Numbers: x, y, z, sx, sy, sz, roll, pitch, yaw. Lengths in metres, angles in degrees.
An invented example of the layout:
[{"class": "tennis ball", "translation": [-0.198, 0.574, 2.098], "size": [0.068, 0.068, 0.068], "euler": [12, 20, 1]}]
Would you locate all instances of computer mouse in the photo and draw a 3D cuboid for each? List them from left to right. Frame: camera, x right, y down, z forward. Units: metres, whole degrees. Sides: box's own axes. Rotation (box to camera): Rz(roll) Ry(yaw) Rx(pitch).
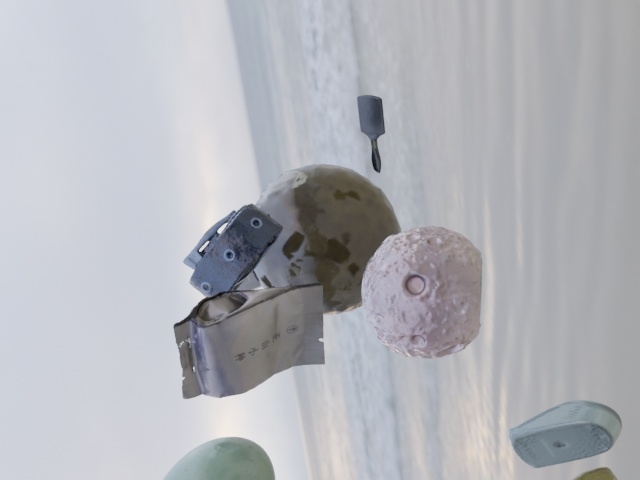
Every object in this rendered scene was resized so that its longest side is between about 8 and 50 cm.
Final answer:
[{"class": "computer mouse", "translation": [0.495, 0.388, 1.858], "size": [0.128, 0.231, 0.079], "euler": [55, -151, -27]}]

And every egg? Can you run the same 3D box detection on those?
[{"class": "egg", "translation": [-0.273, 0.664, 2.267], "size": [0.276, 0.389, 0.276], "euler": [39, 168, 10]}]

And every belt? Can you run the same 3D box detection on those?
[{"class": "belt", "translation": [-0.188, 0.022, 1.903], "size": [0.128, 0.218, 0.122], "euler": [40, -176, 6]}]

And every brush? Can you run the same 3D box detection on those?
[{"class": "brush", "translation": [0.121, -0.242, 2.092], "size": [0.016, 0.063, 0.193], "euler": [-44, -44, -48]}]

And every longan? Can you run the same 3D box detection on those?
[{"class": "longan", "translation": [0.000, 0.000, 2.262], "size": [0.391, 0.391, 0.391], "euler": [170, 90, -87]}]

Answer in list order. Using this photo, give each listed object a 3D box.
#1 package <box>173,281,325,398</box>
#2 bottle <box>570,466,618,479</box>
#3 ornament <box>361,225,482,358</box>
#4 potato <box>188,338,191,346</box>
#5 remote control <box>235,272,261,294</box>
[{"class": "package", "translation": [-0.116, 0.162, 1.512], "size": [0.204, 0.251, 0.062], "euler": [91, 159, -43]}, {"class": "bottle", "translation": [0.678, 0.699, 2.054], "size": [0.171, 0.171, 0.351], "euler": [84, 161, -51]}, {"class": "ornament", "translation": [0.194, 0.097, 1.745], "size": [0.259, 0.225, 0.259], "euler": [1, -90, -79]}, {"class": "potato", "translation": [-0.254, 0.276, 2.355], "size": [0.202, 0.117, 0.182], "euler": [-19, 88, 66]}, {"class": "remote control", "translation": [-0.188, 0.083, 2.503], "size": [0.034, 0.250, 0.103], "euler": [81, 166, -81]}]
